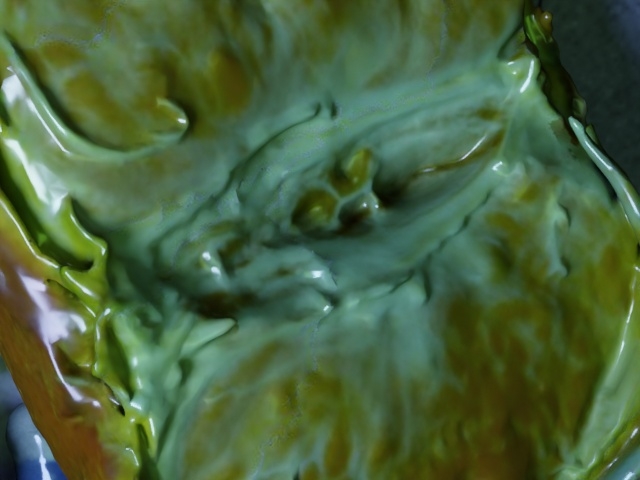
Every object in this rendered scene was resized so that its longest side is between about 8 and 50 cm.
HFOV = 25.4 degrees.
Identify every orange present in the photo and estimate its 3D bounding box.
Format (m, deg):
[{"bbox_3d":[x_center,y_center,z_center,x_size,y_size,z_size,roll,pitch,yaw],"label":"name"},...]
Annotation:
[{"bbox_3d":[-0.003,-0.001,0.572,0.263,0.196,0.334,-32,91,-10],"label":"orange"}]

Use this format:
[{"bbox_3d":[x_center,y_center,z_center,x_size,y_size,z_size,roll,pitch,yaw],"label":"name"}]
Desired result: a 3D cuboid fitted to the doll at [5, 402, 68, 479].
[{"bbox_3d":[-0.073,0.182,0.658,0.259,0.228,0.154,-8,159,3],"label":"doll"}]
